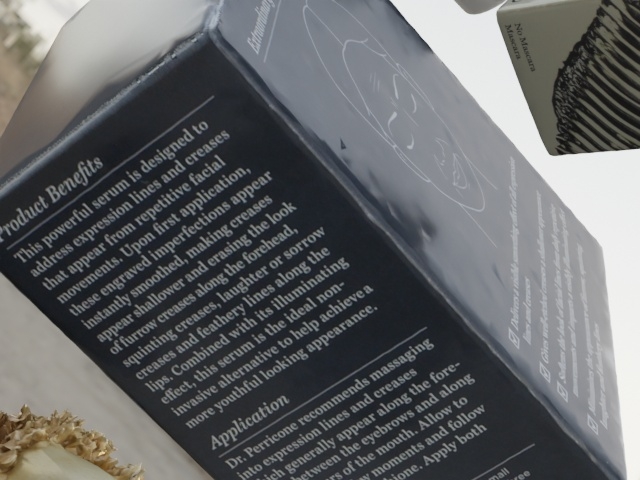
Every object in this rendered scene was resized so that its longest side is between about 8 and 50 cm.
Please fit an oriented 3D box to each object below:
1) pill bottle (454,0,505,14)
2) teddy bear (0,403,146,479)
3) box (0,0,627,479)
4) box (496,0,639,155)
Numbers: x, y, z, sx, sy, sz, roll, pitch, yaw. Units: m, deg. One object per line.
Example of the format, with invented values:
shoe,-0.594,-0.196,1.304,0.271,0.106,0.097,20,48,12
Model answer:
pill bottle,0.085,-0.299,1.347,0.229,0.131,0.131,46,-9,-20
teddy bear,-0.223,0.168,0.921,0.338,0.245,0.113,-11,-66,41
box,0.000,0.000,1.106,0.395,0.212,0.293,48,24,-20
box,0.248,-0.124,0.990,0.275,0.094,0.113,-4,-62,46
